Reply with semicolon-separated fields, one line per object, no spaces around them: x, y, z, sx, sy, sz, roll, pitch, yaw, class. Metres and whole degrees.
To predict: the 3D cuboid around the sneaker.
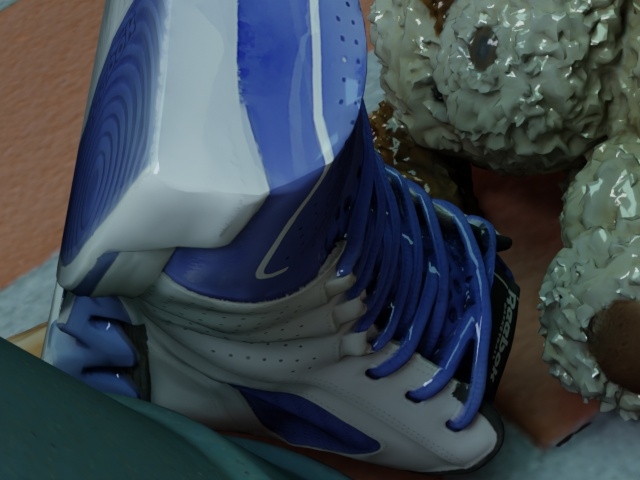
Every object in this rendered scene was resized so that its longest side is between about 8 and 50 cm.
0.000;0.001;0.552;0.182;0.315;0.127;9;67;-10;sneaker

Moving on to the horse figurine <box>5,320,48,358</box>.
-0.194;0.108;0.683;0.263;0.066;0.174;-9;51;8;horse figurine

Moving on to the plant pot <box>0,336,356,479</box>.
-0.158;0.139;0.377;0.341;0.334;0.341;-16;53;23;plant pot

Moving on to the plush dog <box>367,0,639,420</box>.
0.126;-0.084;0.670;0.225;0.262;0.210;22;23;25;plush dog
